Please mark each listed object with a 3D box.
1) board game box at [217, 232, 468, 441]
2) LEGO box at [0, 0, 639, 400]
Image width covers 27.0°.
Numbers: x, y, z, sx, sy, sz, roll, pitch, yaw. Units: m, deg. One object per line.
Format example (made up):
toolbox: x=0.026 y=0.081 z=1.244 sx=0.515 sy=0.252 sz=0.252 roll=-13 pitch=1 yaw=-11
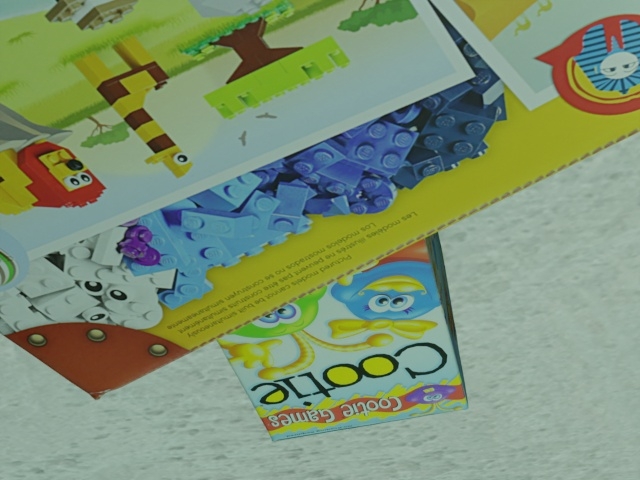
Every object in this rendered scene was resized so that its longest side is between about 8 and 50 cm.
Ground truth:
board game box: x=0.000 y=0.000 z=0.844 sx=0.142 sy=0.144 sz=0.275 roll=-11 pitch=146 yaw=7
LEGO box: x=-0.007 y=-0.197 z=0.429 sx=0.500 sy=0.193 sz=0.372 roll=-28 pitch=130 yaw=26
